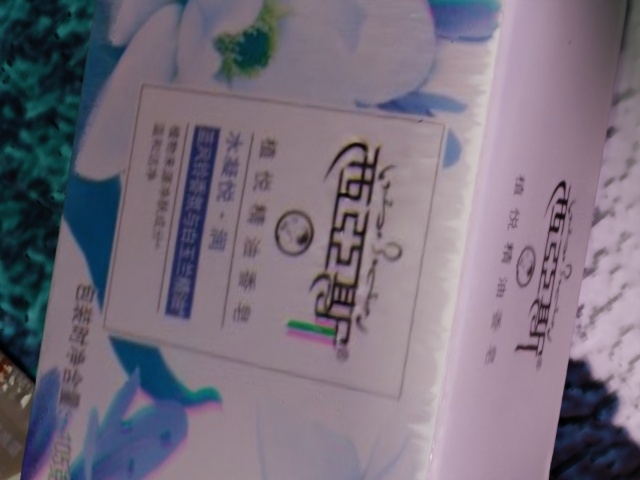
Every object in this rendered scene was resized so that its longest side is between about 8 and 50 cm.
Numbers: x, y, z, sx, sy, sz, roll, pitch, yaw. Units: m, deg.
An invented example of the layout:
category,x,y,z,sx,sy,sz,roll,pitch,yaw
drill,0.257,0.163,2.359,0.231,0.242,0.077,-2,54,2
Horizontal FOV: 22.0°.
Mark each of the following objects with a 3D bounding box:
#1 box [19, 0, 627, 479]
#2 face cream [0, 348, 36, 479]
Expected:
category,x,y,z,sx,sy,sz,roll,pitch,yaw
box,-0.001,-0.001,0.690,0.203,0.116,0.274,11,93,33
face cream,-0.260,0.198,0.878,0.137,0.084,0.341,40,99,27
